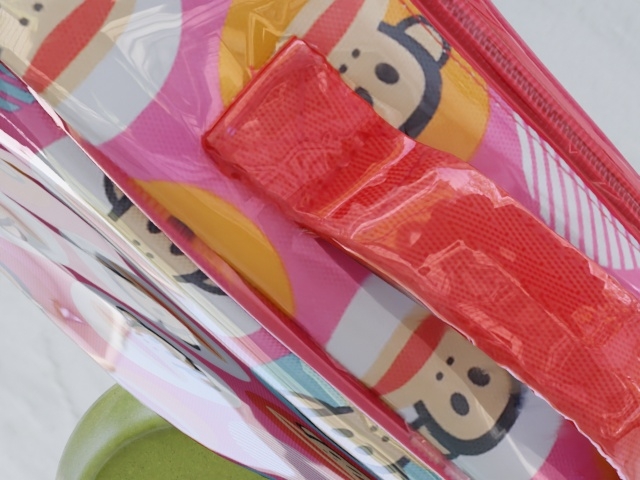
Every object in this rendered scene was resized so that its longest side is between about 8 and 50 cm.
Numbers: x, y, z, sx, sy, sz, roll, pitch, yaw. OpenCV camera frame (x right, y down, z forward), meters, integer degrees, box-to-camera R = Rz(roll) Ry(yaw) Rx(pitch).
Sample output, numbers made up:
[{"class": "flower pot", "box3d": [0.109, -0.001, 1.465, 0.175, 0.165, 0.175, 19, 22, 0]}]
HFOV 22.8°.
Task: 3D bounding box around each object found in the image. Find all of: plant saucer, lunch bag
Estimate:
[{"class": "plant saucer", "box3d": [-0.066, 0.192, 0.988, 0.240, 0.037, 0.241, 4, -77, 17]}, {"class": "lunch bag", "box3d": [0.000, 0.000, 0.438, 0.293, 0.120, 0.258, 44, -13, -27]}]
